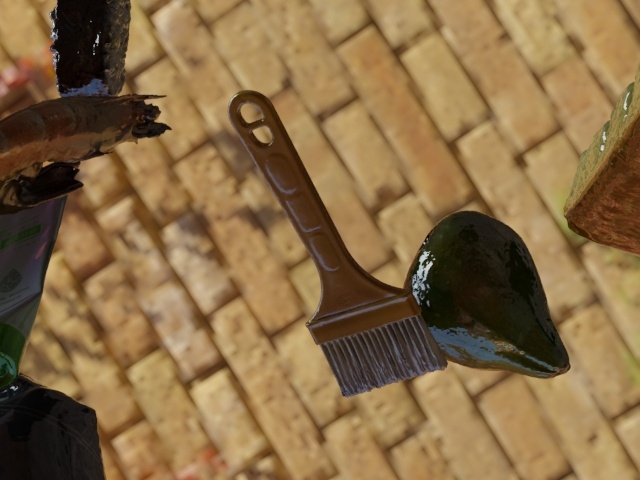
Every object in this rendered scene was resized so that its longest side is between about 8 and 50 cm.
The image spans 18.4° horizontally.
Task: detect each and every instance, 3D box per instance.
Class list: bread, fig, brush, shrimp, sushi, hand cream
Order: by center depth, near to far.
[{"bbox_3d":[0.248,-0.062,1.217,0.361,0.138,0.077,106,179,-74],"label":"bread"},{"bbox_3d":[0.000,0.000,1.562,0.272,0.103,0.013,61,-148,-16],"label":"brush"},{"bbox_3d":[0.145,0.052,1.628,0.156,0.123,0.123,29,-176,23],"label":"fig"},{"bbox_3d":[-0.240,-0.082,1.834,0.248,0.150,0.068,-21,-110,-37],"label":"shrimp"},{"bbox_3d":[-0.286,0.033,1.863,0.275,0.079,0.050,-87,-4,-53],"label":"hand cream"},{"bbox_3d":[-0.253,-0.221,2.176,0.090,0.078,0.150,60,-152,-69],"label":"sushi"}]

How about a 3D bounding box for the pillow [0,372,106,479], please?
[{"bbox_3d":[-0.266,0.255,1.763,0.092,0.161,0.335,71,-175,-52],"label":"pillow"}]
